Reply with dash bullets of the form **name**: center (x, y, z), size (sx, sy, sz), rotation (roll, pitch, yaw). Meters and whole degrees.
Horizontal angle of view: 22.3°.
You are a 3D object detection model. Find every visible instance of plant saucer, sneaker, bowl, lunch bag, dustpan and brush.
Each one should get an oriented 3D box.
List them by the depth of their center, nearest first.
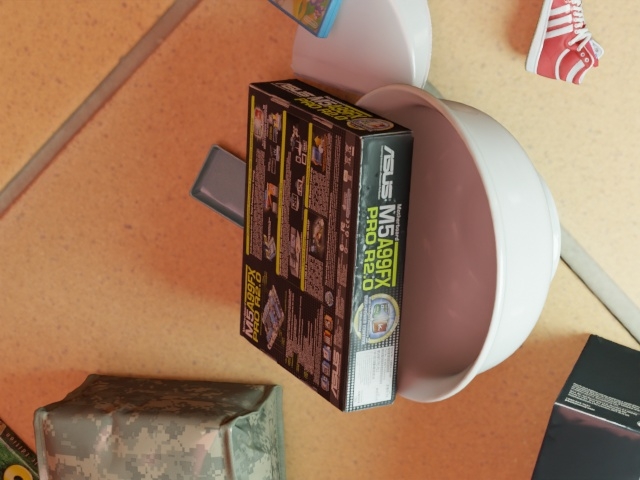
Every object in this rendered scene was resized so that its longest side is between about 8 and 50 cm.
- **sneaker**: center (0.236, -0.201, 1.504), size (0.067, 0.042, 0.118), rotation (23, 121, 16)
- **bowl**: center (0.129, -0.005, 1.524), size (0.298, 0.134, 0.298), rotation (23, 117, 56)
- **dustpan and brush**: center (0.051, -0.248, 1.557), size (0.147, 0.060, 0.211), rotation (19, 119, 27)
- **plant saucer**: center (-0.042, -0.026, 1.676), size (0.192, 0.018, 0.067), rotation (32, 115, 8)
- **lunch bag**: center (-0.158, 0.301, 1.740), size (0.235, 0.169, 0.287), rotation (1, 102, 20)

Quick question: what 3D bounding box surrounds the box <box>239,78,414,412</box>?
- **box**: center (0.000, 0.000, 1.558), size (0.216, 0.060, 0.270), rotation (30, 122, 55)

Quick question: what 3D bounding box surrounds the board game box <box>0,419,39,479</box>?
- **board game box**: center (-0.343, 0.323, 1.891), size (0.259, 0.030, 0.136), rotation (44, 114, 2)

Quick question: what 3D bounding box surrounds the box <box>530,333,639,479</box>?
- **box**: center (0.253, 0.248, 1.562), size (0.103, 0.184, 0.261), rotation (20, 112, 16)

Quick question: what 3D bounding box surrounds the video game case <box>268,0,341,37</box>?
- **video game case**: center (-0.004, -0.293, 1.547), size (0.119, 0.015, 0.166), rotation (42, 119, 38)
